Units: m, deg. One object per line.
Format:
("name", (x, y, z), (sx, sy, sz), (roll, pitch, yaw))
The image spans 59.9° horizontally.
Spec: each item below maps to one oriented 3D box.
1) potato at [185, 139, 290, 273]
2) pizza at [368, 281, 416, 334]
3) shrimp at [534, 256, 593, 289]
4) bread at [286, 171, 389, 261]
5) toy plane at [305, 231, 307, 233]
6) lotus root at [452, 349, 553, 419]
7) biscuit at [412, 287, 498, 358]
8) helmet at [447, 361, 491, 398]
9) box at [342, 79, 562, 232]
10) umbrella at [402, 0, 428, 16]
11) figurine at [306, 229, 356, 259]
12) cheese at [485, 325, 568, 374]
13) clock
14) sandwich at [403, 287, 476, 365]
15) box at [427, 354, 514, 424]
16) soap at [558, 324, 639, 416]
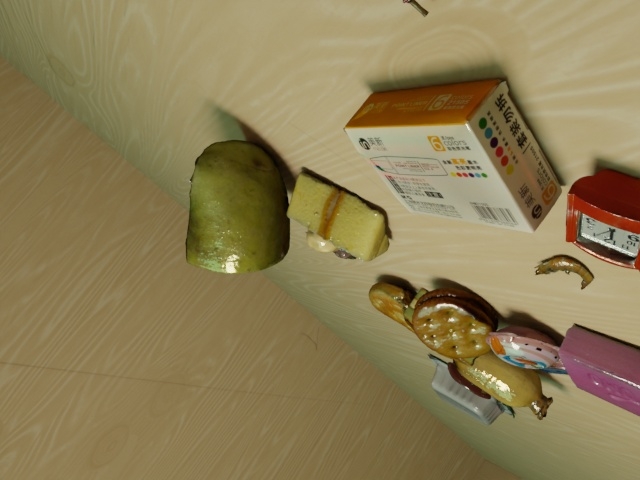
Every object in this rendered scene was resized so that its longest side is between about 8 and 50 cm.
("potato", (-0.177, -0.105, 1.417), (0.213, 0.330, 0.280), (17, 127, 26))
("pizza", (0.256, 0.206, 1.710), (0.229, 0.081, 0.289), (43, 166, 3))
("shrimp", (0.430, 0.062, 0.984), (0.083, 0.023, 0.114), (36, 162, -5))
("bread", (0.043, -0.055, 1.378), (0.266, 0.142, 0.178), (28, 147, 26))
("toy plane", (0.000, 0.000, 1.786), (0.121, 0.031, 0.049), (31, 173, 13))
("lotus root", (0.502, 0.369, 1.544), (0.303, 0.131, 0.146), (31, -173, 26))
("biscuit", (0.341, 0.213, 1.416), (0.220, 0.066, 0.220), (15, 136, 14))
("helmet", (0.482, 0.399, 1.727), (0.175, 0.106, 0.155), (46, 161, -23))
("box", (0.189, -0.125, 0.837), (0.221, 0.091, 0.274), (48, 162, -32))
("umbrella", (0.065, -0.322, 0.650), (0.165, 0.027, 0.025), (39, 153, -4))
("figurine", (0.047, -0.002, 1.574), (0.196, 0.108, 0.114), (27, -172, -47))
("cheese", (0.507, 0.269, 1.321), (0.286, 0.074, 0.189), (33, 157, -33))
("clock", (0.393, -0.024, 0.741), (0.113, 0.061, 0.155), (28, 166, 31))
("sandwich", (0.345, 0.234, 1.529), (0.187, 0.117, 0.144), (45, 162, -18))
("box", (0.567, 0.604, 2.165), (0.337, 0.106, 0.264), (22, 159, 44))
("soap", (0.619, 0.280, 1.093), (0.259, 0.081, 0.181), (21, 159, 47))
